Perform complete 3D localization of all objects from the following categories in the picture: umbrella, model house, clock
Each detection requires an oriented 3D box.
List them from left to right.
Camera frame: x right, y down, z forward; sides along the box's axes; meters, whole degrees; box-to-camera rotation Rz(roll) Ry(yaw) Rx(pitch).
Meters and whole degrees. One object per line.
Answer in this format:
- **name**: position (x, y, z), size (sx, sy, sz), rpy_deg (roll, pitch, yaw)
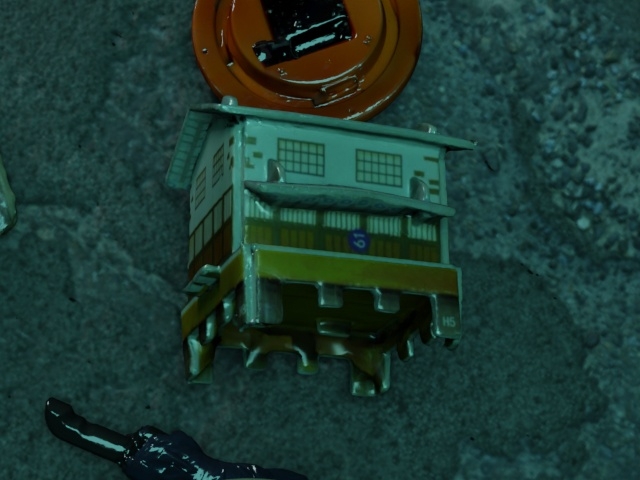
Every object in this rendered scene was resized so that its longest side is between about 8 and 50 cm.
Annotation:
- **umbrella**: position (-0.117, 0.192, 1.424), size (0.248, 0.071, 0.071), rpy_deg (21, 77, 1)
- **clock**: position (-0.012, -0.189, 1.499), size (0.205, 0.051, 0.205), rpy_deg (0, 70, -1)
- **model house**: position (0.000, 0.000, 1.389), size (0.224, 0.198, 0.215), rpy_deg (6, 71, -19)

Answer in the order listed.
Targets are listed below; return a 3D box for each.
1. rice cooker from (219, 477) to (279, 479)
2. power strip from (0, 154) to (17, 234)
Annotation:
- **rice cooker**: position (-0.061, 0.343, 1.287), size (0.288, 0.277, 0.288), rpy_deg (3, 61, -6)
- **power strip**: position (-0.381, -0.065, 1.433), size (0.213, 0.064, 0.198), rpy_deg (-24, 81, -11)
